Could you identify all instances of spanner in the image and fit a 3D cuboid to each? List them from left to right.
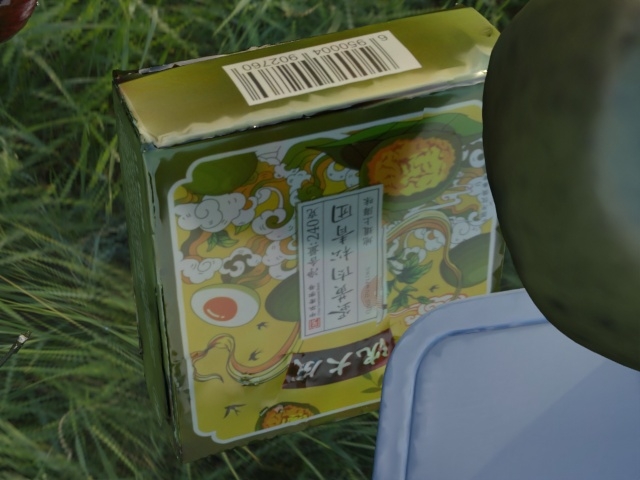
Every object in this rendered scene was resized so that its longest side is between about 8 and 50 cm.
[{"bbox_3d":[-0.429,0.167,1.584,0.012,0.208,0.046,40,113,-5],"label":"spanner"}]

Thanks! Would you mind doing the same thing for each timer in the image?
[{"bbox_3d":[0.225,0.217,0.940,0.395,0.395,0.173,-55,135,-9],"label":"timer"}]

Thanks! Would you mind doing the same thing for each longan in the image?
[{"bbox_3d":[0.243,-0.045,0.748,0.288,0.350,0.288,-8,58,13],"label":"longan"}]

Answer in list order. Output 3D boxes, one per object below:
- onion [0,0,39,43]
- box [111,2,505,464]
[{"bbox_3d":[-0.457,-0.387,1.585,0.285,0.273,0.273,-16,88,-49],"label":"onion"},{"bbox_3d":[0.000,0.000,1.206,0.373,0.138,0.420,-14,130,-17],"label":"box"}]
